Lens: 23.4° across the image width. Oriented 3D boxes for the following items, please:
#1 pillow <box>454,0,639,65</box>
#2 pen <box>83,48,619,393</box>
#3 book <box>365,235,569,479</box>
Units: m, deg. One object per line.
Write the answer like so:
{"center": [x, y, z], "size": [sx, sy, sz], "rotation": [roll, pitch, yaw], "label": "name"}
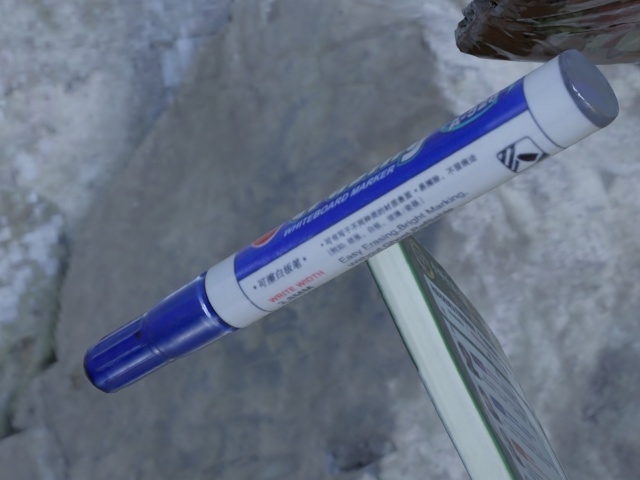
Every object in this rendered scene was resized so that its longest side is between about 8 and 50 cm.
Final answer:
{"center": [0.190, -0.111, 0.678], "size": [0.135, 0.248, 0.049], "rotation": [138, 128, -82], "label": "pillow"}
{"center": [0.000, 0.000, 0.479], "size": [0.204, 0.025, 0.025], "rotation": [-30, 82, 30], "label": "pen"}
{"center": [0.110, 0.123, 0.886], "size": [0.027, 0.202, 0.264], "rotation": [-31, 53, 11], "label": "book"}
